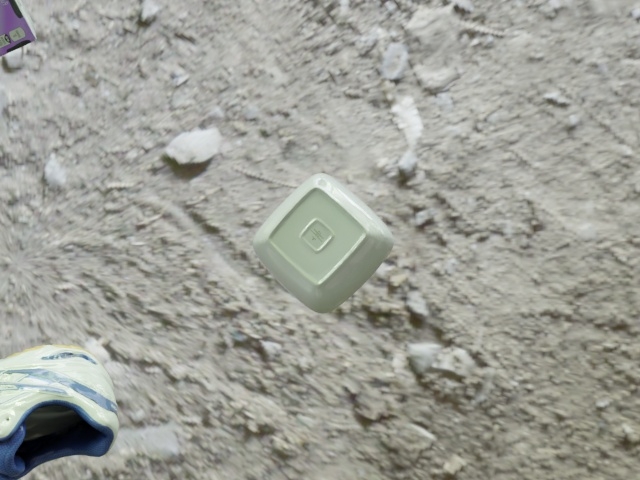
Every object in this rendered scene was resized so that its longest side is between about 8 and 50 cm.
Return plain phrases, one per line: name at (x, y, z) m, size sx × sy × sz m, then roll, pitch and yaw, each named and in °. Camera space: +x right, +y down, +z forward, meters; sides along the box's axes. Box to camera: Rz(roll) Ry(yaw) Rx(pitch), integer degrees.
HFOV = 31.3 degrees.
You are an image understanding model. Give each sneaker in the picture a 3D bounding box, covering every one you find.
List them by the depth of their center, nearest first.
sneaker at (-0.343, 0.179, 1.118) m, size 0.296 × 0.131 × 0.112 m, roll -11°, pitch 121°, yaw -20°

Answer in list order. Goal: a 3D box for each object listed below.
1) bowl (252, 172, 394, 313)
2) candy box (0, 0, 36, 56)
bowl at (0.000, 0.000, 1.363) m, size 0.142 × 0.053 × 0.142 m, roll 43°, pitch 88°, yaw 13°
candy box at (-0.427, -0.250, 1.206) m, size 0.196 × 0.070 × 0.165 m, roll -26°, pitch 119°, yaw -3°
